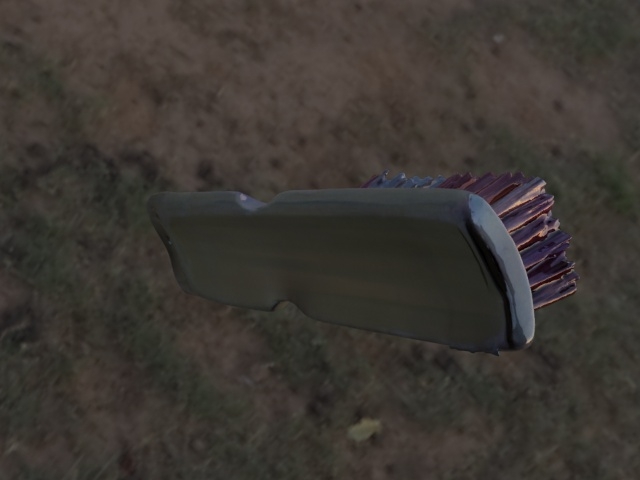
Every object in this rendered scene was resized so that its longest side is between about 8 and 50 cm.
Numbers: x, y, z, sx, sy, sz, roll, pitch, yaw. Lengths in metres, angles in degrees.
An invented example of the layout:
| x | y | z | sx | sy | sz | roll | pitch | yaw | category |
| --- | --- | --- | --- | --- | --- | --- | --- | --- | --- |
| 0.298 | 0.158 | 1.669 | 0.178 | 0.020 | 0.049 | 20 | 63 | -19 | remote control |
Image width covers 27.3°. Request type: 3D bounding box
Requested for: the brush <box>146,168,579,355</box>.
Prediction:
| x | y | z | sx | sy | sz | roll | pitch | yaw | category |
| --- | --- | --- | --- | --- | --- | --- | --- | --- | --- |
| 0.000 | 0.000 | 0.574 | 0.050 | 0.321 | 0.060 | -28 | 104 | -24 | brush |
